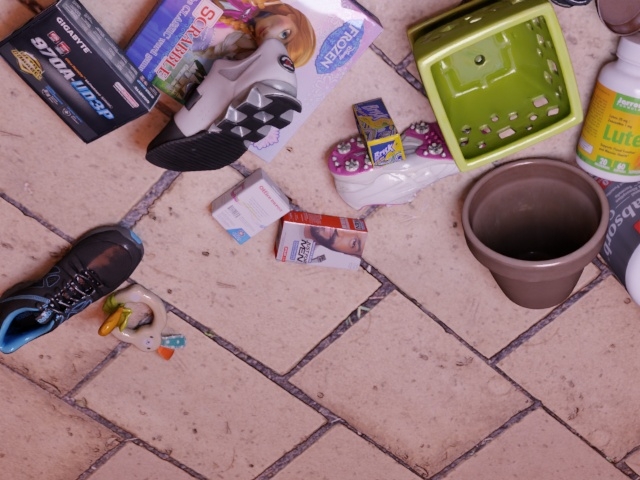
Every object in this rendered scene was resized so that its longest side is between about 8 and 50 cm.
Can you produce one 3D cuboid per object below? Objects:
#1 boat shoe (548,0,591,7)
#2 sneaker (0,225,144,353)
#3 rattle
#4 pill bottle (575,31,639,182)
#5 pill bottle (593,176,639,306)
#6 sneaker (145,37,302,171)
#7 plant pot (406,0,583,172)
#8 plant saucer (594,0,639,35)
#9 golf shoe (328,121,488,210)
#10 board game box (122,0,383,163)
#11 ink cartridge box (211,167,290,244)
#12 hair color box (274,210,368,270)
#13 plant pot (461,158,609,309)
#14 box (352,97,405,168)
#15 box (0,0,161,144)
[{"bbox_3d":[0.343,-0.507,1.337,0.127,0.113,0.340,-31,120,11],"label":"boat shoe"},{"bbox_3d":[-0.477,0.102,1.591,0.341,0.139,0.125,-34,116,12],"label":"sneaker"},{"bbox_3d":[-0.348,0.195,1.669,0.130,0.143,0.199,-32,115,-9],"label":"rattle"},{"bbox_3d":[0.558,-0.241,1.512,0.137,0.136,0.245,3,121,-9],"label":"pill bottle"},{"bbox_3d":[0.636,0.011,1.542,0.210,0.363,0.210,-3,121,-6],"label":"pill bottle"},{"bbox_3d":[-0.163,-0.220,1.385,0.331,0.146,0.122,-22,151,34],"label":"sneaker"},{"bbox_3d":[0.280,-0.285,1.410,0.227,0.207,0.228,-23,121,6],"label":"plant pot"},{"bbox_3d":[0.524,-0.435,1.425,0.169,0.029,0.168,-14,120,-26],"label":"plant saucer"},{"bbox_3d":[0.170,-0.136,1.558,0.307,0.115,0.140,-8,135,3],"label":"golf shoe"},{"bbox_3d":[-0.116,-0.338,1.410,0.318,0.066,0.318,32,113,-23],"label":"board game box"},{"bbox_3d":[-0.131,-0.065,1.584,0.122,0.052,0.088,-33,120,14],"label":"ink cartridge box"},{"bbox_3d":[0.000,0.000,1.639,0.167,0.053,0.093,6,119,-12],"label":"hair color box"},{"bbox_3d":[0.415,0.010,1.606,0.263,0.263,0.229,-18,139,4],"label":"plant pot"},{"bbox_3d":[0.100,-0.191,1.467,0.059,0.169,0.054,-15,121,1],"label":"box"},{"bbox_3d":[-0.400,-0.278,1.383,0.175,0.051,0.220,-18,125,35],"label":"box"}]
